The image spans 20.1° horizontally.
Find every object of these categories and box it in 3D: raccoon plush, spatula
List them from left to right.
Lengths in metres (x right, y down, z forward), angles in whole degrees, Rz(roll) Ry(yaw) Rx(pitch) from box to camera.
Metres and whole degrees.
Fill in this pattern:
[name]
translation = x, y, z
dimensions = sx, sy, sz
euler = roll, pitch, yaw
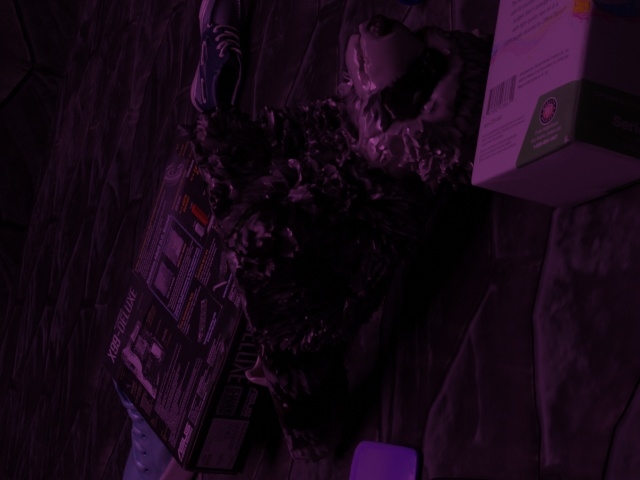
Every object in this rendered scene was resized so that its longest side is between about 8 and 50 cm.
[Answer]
[raccoon plush]
translation = 0.060, -0.015, 1.662
dimensions = 0.446, 0.299, 0.216
euler = 77, 174, -53
[spatula]
translation = 0.090, 0.212, 1.510
dimensions = 0.296, 0.030, 0.084
euler = 166, 116, -69

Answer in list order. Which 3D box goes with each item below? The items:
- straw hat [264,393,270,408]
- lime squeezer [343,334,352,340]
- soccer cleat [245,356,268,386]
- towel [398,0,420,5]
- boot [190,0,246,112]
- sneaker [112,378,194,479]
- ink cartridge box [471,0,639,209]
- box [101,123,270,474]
[straw hat]
translation = -0.111, 0.208, 2.046
dimensions = 0.144, 0.144, 0.061
euler = -101, -11, -53
[lime squeezer]
translation = 0.000, 0.000, 1.935
dimensions = 0.110, 0.059, 0.310
euler = -22, 47, 27
[soccer cleat]
translation = -0.019, 0.062, 1.798
dimensions = 0.068, 0.076, 0.196
euler = 39, 119, 52
[towel]
translation = 0.088, -0.410, 1.929
dimensions = 0.308, 0.076, 0.228
euler = -108, 38, -59
[boot]
translation = -0.128, -0.266, 2.485
dimensions = 0.086, 0.069, 0.190
euler = 9, 92, 65
[sneaker]
translation = -0.201, 0.174, 2.203
dimensions = 0.135, 0.150, 0.366
euler = -107, 37, -60
[ink cartridge box]
translation = 0.200, -0.146, 1.369
dimensions = 0.154, 0.093, 0.212
euler = 153, 128, -65
[box]
translation = -0.121, 0.061, 1.954
dimensions = 0.242, 0.076, 0.307
euler = 42, 118, 52
